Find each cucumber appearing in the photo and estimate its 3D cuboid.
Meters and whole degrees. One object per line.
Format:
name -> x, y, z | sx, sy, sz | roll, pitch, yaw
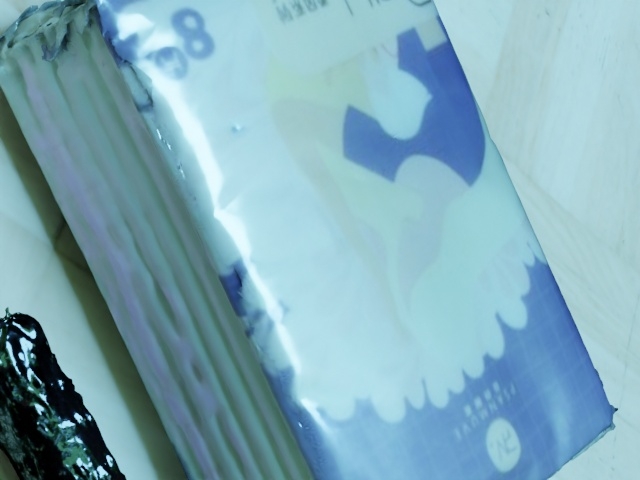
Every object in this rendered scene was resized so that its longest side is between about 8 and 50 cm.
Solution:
cucumber -> -0.118, 0.114, 0.961 | 0.053, 0.053, 0.181 | -43, 108, -43

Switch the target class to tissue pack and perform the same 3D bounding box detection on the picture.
tissue pack -> 0.000, 0.000, 1.057 | 0.242, 0.125, 0.343 | -29, 98, -45
